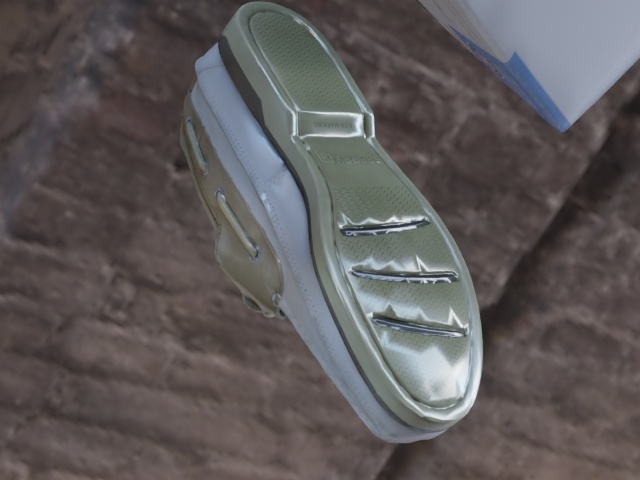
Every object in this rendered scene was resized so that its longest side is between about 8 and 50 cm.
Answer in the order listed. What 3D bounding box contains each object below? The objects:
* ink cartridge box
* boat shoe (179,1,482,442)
[{"bbox_3d":[0.069,-0.299,1.144,0.395,0.166,0.285,48,6,30],"label":"ink cartridge box"},{"bbox_3d":[0.000,0.000,0.931,0.113,0.103,0.302,7,49,-40],"label":"boat shoe"}]
